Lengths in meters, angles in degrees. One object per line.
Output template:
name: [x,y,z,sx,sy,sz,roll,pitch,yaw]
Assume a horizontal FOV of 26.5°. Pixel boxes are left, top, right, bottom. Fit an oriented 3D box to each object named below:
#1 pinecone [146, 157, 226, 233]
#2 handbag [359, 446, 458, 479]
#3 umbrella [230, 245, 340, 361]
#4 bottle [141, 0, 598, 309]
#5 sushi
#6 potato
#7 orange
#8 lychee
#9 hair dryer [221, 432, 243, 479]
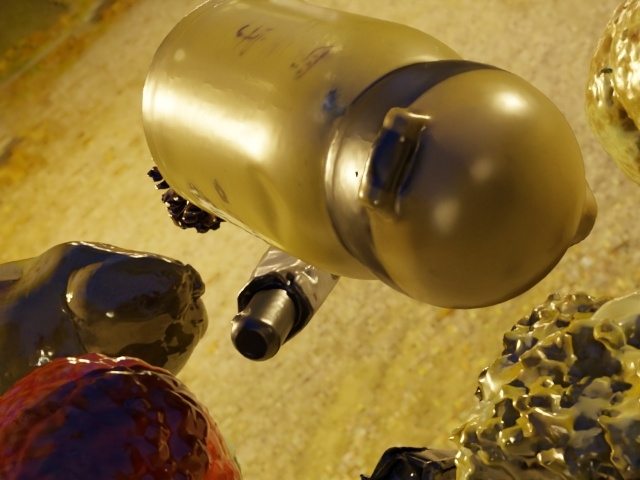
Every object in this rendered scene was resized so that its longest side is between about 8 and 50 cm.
pinecone: [-0.103,-0.047,1.138,0.077,0.083,0.077,-14,22,6]
handbag: [0.203,0.409,1.648,0.163,0.325,0.327,-20,-18,32]
umbrella: [0.000,0.000,1.186,0.073,0.067,0.337,-58,-1,36]
bottle: [0.027,-0.056,0.871,0.171,0.171,0.351,-43,32,-12]
sushi: [0.312,0.228,1.204,0.397,0.351,0.240,14,43,30]
potato: [-0.270,0.107,1.536,0.351,0.218,0.202,-19,25,30]
orange: [0.419,-0.157,1.546,0.210,0.270,0.369,-24,-12,23]
lychee: [-0.175,0.222,1.064,0.255,0.255,0.300,-51,0,-32]
hair dryer: [-0.162,0.340,1.479,0.298,0.296,0.119,-56,22,5]
